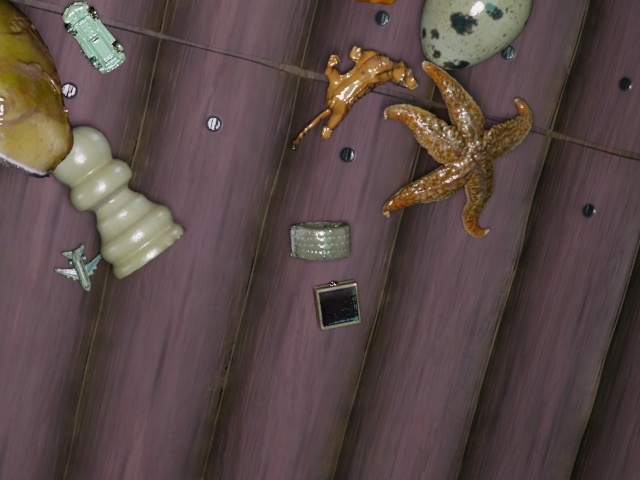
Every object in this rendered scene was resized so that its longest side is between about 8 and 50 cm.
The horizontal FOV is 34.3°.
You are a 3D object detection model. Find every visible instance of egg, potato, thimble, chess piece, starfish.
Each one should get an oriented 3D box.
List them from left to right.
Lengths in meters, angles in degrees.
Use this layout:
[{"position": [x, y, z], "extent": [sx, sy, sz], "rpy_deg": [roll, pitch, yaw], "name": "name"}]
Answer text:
[{"position": [-0.490, -0.253, 1.581], "extent": [0.300, 0.246, 0.196], "rpy_deg": [39, 100, 4], "name": "potato"}, {"position": [-0.355, -0.077, 1.738], "extent": [0.144, 0.144, 0.251], "rpy_deg": [-35, 101, -4], "name": "chess piece"}, {"position": [0.000, 0.000, 1.858], "extent": [0.110, 0.084, 0.062], "rpy_deg": [0, 100, -1], "name": "thimble"}, {"position": [0.258, -0.159, 1.862], "extent": [0.327, 0.094, 0.375], "rpy_deg": [-21, 121, -18], "name": "starfish"}, {"position": [0.262, -0.395, 1.790], "extent": [0.177, 0.177, 0.228], "rpy_deg": [36, 102, -18], "name": "egg"}]

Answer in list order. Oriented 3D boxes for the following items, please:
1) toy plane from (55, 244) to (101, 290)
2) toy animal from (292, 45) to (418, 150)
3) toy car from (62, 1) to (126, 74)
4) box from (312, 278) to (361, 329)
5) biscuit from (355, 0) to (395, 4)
[{"position": [-0.415, 0.049, 1.795], "extent": [0.080, 0.033, 0.083], "rpy_deg": [-19, 112, -10], "name": "toy plane"}, {"position": [0.041, -0.252, 1.819], "extent": [0.255, 0.116, 0.114], "rpy_deg": [-37, 81, 1], "name": "toy animal"}, {"position": [-0.377, -0.336, 1.721], "extent": [0.059, 0.035, 0.122], "rpy_deg": [-36, 99, -4], "name": "toy car"}, {"position": [0.030, 0.116, 1.914], "extent": [0.079, 0.035, 0.083], "rpy_deg": [-11, 105, -11], "name": "box"}, {"position": [0.116, -0.568, 1.678], "extent": [0.318, 0.110, 0.312], "rpy_deg": [-40, 103, -1], "name": "biscuit"}]
